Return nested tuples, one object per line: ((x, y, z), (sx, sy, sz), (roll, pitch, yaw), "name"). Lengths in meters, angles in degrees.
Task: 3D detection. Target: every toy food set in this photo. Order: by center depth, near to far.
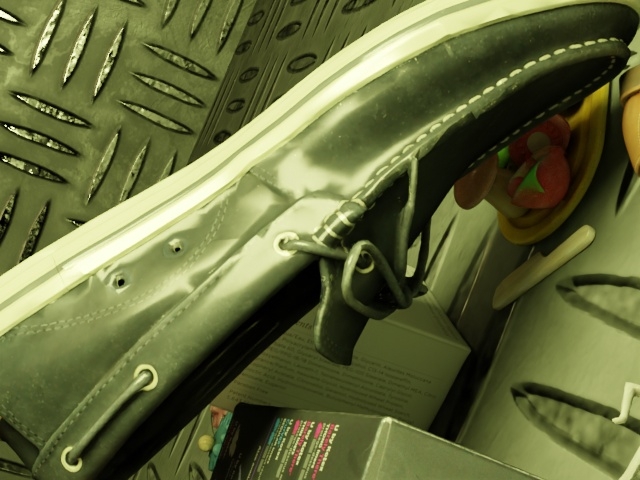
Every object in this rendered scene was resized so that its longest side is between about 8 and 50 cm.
((0.153, -0.072, 0.750), (0.128, 0.071, 0.217), (-42, 30, 55), "toy food set")

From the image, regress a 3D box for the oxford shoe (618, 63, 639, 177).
((0.237, -0.078, 0.526), (0.212, 0.076, 0.076), (144, 131, -74), "oxford shoe")

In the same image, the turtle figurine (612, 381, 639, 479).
((0.197, 0.077, 0.328), (0.234, 0.118, 0.175), (-50, 31, -14), "turtle figurine")

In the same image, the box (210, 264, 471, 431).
((0.003, 0.075, 0.828), (0.119, 0.182, 0.181), (-65, 16, 15), "box")

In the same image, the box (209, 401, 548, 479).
((0.032, 0.196, 0.608), (0.270, 0.165, 0.143), (-21, 48, 68), "box")

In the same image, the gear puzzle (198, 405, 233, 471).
((-0.067, 0.137, 1.195), (0.339, 0.044, 0.175), (-58, 19, 28), "gear puzzle")

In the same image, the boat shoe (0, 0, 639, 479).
((0.000, 0.000, 0.624), (0.500, 0.156, 0.187), (-33, -15, 0), "boat shoe")
